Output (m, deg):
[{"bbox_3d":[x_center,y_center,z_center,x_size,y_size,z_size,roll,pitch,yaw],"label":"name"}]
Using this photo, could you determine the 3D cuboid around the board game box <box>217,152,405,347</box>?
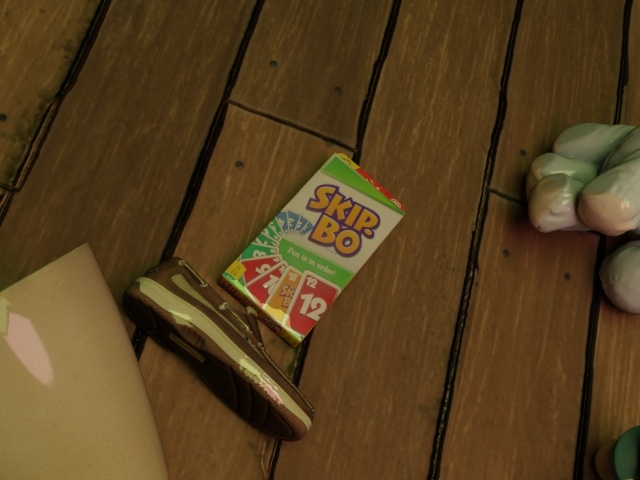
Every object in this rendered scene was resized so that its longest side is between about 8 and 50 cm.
[{"bbox_3d":[0.000,0.000,1.154,0.124,0.039,0.259,41,58,0],"label":"board game box"}]

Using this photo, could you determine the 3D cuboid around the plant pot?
[{"bbox_3d":[-0.262,0.181,0.883,0.256,0.256,0.274,-35,99,-28],"label":"plant pot"}]

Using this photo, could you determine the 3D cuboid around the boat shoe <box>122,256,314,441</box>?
[{"bbox_3d":[-0.097,0.112,1.038,0.257,0.095,0.095,42,55,1],"label":"boat shoe"}]

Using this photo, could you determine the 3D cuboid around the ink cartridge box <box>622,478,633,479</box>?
[{"bbox_3d":[0.361,0.381,1.051,0.086,0.148,0.203,-39,85,-27],"label":"ink cartridge box"}]

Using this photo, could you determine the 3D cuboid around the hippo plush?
[{"bbox_3d":[0.433,-0.038,1.257,0.294,0.234,0.236,-37,114,-14],"label":"hippo plush"}]

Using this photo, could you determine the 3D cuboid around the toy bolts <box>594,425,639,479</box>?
[{"bbox_3d":[0.447,0.311,1.114,0.229,0.158,0.218,20,71,-12],"label":"toy bolts"}]
